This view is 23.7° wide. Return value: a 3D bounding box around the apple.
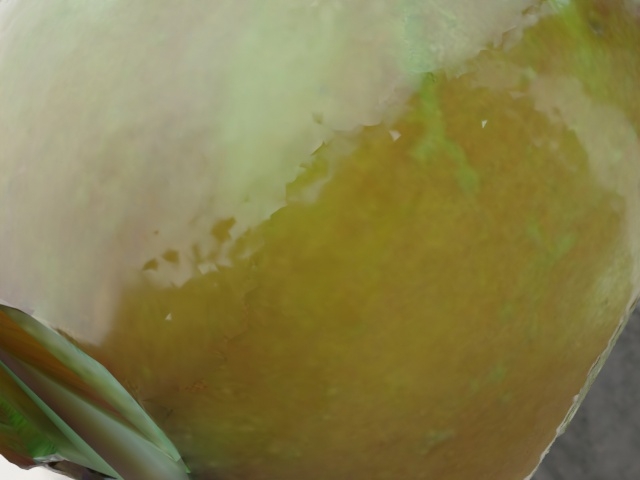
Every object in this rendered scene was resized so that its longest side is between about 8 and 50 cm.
[{"bbox_3d":[0.000,0.000,0.736,0.374,0.374,0.384,-32,-50,-9],"label":"apple"}]
